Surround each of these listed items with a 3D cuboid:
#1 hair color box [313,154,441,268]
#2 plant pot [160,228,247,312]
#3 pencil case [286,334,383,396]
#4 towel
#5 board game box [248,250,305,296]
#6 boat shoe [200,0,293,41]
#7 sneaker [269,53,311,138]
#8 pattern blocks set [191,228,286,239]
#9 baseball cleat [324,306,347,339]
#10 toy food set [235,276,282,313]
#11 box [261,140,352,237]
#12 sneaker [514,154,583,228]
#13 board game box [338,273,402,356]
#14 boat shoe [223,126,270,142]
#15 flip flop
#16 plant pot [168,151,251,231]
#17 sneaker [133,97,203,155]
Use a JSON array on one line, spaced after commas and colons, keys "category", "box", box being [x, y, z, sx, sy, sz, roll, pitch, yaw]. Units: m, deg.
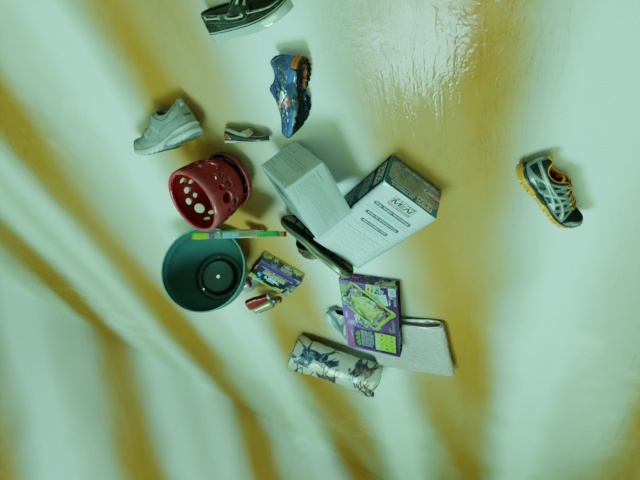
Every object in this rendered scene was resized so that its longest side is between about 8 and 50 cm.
[{"category": "hair color box", "box": [0.146, -0.064, 1.327, 0.174, 0.105, 0.347, 33, 143, -15]}, {"category": "plant pot", "box": [-0.387, 0.116, 1.720, 0.293, 0.293, 0.196, 16, 170, 9]}, {"category": "pencil case", "box": [0.057, 0.535, 2.077, 0.411, 0.159, 0.183, 17, 165, 8]}, {"category": "towel", "box": [0.337, 0.400, 1.854, 0.317, 0.053, 0.331, 2, 138, 27]}, {"category": "board game box", "box": [-0.163, 0.126, 1.775, 0.170, 0.048, 0.141, 30, 144, -10]}, {"category": "boat shoe", "box": [-0.159, -0.471, 1.001, 0.219, 0.077, 0.070, -2, 138, 32]}, {"category": "sneaker", "box": [-0.074, -0.340, 1.135, 0.087, 0.083, 0.221, 27, 140, 17]}, {"category": "pattern blocks set", "box": [-0.242, -0.020, 1.459, 0.286, 0.026, 0.325, -2, -179, -31]}, {"category": "baseball cleat", "box": [0.111, 0.331, 1.871, 0.206, 0.072, 0.109, 36, 135, -23]}, {"category": "toy food set", "box": [-0.243, 0.195, 1.867, 0.105, 0.111, 0.232, -24, 118, 7]}, {"category": "box", "box": [-0.038, -0.134, 1.254, 0.182, 0.119, 0.181, 57, 174, -37]}, {"category": "sneaker", "box": [0.535, -0.107, 1.094, 0.215, 0.084, 0.083, 38, 136, -19]}, {"category": "board game box", "box": [0.183, 0.267, 1.718, 0.208, 0.056, 0.346, 5, 129, 18]}, {"category": "boat shoe", "box": [-0.197, -0.280, 1.290, 0.137, 0.049, 0.043, 6, 101, 22]}, {"category": "flip flop", "box": [-0.020, 0.025, 1.465, 0.277, 0.112, 0.080, 41, 121, 7]}, {"category": "plant pot", "box": [-0.304, -0.144, 1.376, 0.191, 0.174, 0.191, 22, 131, 28]}, {"category": "sneaker", "box": [-0.434, -0.314, 1.353, 0.281, 0.105, 0.115, -9, 103, 38]}]
